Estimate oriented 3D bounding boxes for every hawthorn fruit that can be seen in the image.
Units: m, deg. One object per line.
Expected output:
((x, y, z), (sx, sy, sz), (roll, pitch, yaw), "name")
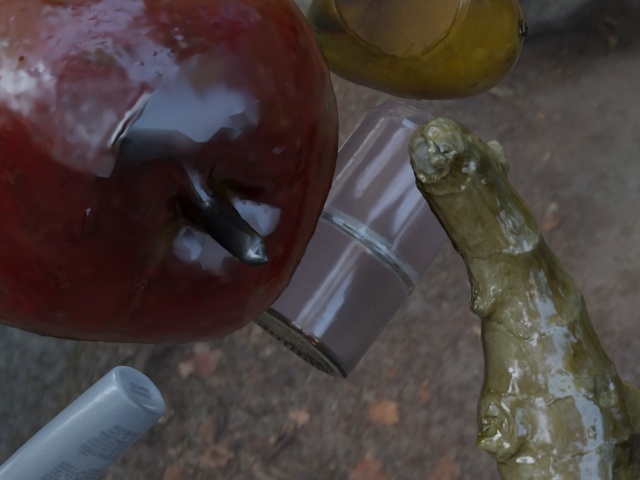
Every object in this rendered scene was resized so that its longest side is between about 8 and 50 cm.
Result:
((-0.121, -0.055, 0.978), (0.284, 0.285, 0.369), (-13, 31, -29), "hawthorn fruit")

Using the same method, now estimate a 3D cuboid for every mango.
((0.092, -0.205, 1.639), (0.236, 0.136, 0.166), (8, 4, 33), "mango")

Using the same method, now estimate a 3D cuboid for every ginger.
((0.121, 0.056, 1.040), (0.131, 0.086, 0.295), (-38, 110, -32), "ginger")

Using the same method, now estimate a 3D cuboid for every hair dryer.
((0.000, 0.000, 1.320), (0.106, 0.344, 0.189), (38, 79, -11), "hair dryer")

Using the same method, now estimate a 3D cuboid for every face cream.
((-0.231, 0.196, 1.528), (0.084, 0.198, 0.057), (31, 25, -47), "face cream")
